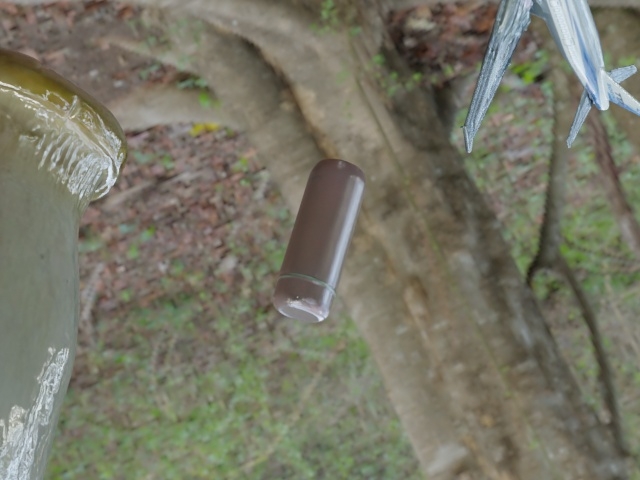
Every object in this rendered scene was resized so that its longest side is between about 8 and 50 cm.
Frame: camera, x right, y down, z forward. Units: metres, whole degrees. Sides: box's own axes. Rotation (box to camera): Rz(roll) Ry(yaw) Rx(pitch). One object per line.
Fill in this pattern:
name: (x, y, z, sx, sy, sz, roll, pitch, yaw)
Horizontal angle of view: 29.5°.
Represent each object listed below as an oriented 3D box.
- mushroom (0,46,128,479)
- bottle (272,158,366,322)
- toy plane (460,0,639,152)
mushroom: (-0.210, 0.078, 0.657, 0.154, 0.407, 0.137, -8, 147, 41)
bottle: (0.000, 0.000, 1.053, 0.053, 0.140, 0.053, 14, 160, 5)
toy plane: (0.147, -0.160, 0.756, 0.226, 0.226, 0.058, -47, -149, -18)
